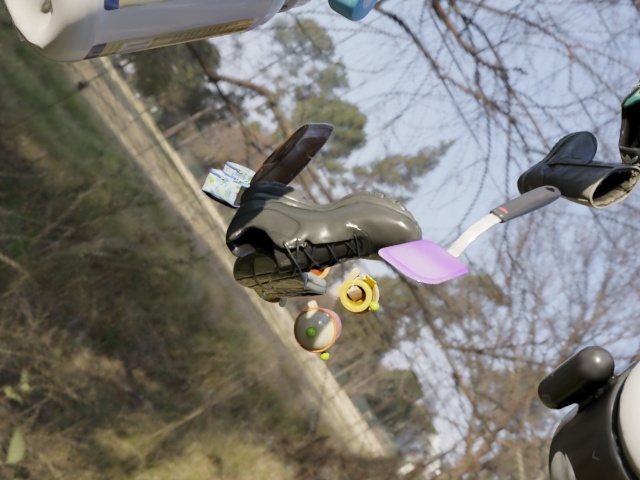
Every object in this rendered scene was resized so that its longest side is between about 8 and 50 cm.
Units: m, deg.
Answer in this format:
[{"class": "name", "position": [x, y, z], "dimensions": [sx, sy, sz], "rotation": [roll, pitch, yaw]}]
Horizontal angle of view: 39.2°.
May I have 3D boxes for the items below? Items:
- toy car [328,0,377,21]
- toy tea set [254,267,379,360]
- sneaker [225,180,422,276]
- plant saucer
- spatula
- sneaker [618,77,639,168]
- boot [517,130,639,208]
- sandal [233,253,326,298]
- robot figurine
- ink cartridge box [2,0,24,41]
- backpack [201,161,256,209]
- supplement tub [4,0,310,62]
[{"class": "toy car", "position": [0.018, -0.438, 1.100], "dimensions": [0.219, 0.210, 0.238], "rotation": [36, -33, 15]}, {"class": "toy tea set", "position": [-0.048, 0.090, 1.910], "dimensions": [0.336, 0.200, 0.124], "rotation": [38, 11, 12]}, {"class": "sneaker", "position": [0.000, 0.000, 1.252], "dimensions": [0.130, 0.286, 0.109], "rotation": [-60, 146, -44]}, {"class": "plant saucer", "position": [-0.059, -0.137, 1.533], "dimensions": [0.036, 0.198, 0.198], "rotation": [43, -2, -13]}, {"class": "spatula", "position": [0.205, -0.014, 1.137], "dimensions": [0.084, 0.296, 0.030], "rotation": [39, -37, 36]}, {"class": "sneaker", "position": [0.621, -0.264, 1.635], "dimensions": [0.108, 0.302, 0.121], "rotation": [14, -9, 39]}, {"class": "boot", "position": [0.441, -0.119, 1.468], "dimensions": [0.076, 0.190, 0.208], "rotation": [53, -16, -13]}, {"class": "sandal", "position": [-0.065, 0.040, 1.503], "dimensions": [0.303, 0.120, 0.086], "rotation": [45, 46, -75]}, {"class": "robot figurine", "position": [0.327, 0.203, 0.854], "dimensions": [0.278, 0.209, 0.173], "rotation": [111, -19, -59]}, {"class": "ink cartridge box", "position": [-0.448, -0.487, 1.614], "dimensions": [0.296, 0.261, 0.066], "rotation": [95, -15, -65]}, {"class": "backpack", "position": [-0.164, -0.105, 1.755], "dimensions": [0.114, 0.084, 0.105], "rotation": [23, 3, 27]}, {"class": "supplement tub", "position": [-0.165, -0.324, 0.955], "dimensions": [0.228, 0.316, 0.228], "rotation": [31, -50, 46]}]
